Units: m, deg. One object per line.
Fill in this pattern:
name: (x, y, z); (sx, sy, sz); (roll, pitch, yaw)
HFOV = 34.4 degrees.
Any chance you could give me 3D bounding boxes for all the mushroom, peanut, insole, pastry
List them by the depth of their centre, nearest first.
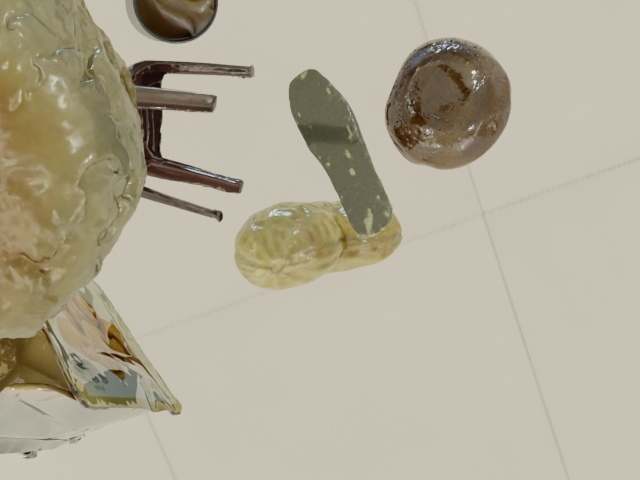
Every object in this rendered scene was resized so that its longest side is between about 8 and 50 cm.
pastry: (-0.258, -0.070, 0.662); (0.329, 0.136, 0.330); (5, 118, 9)
mushroom: (0.121, -0.129, 0.973); (0.127, 0.087, 0.127); (-2, 84, 17)
insole: (0.025, -0.117, 1.332); (0.081, 0.011, 0.248); (-35, 69, 27)
peanut: (0.000, 0.000, 1.641); (0.305, 0.147, 0.147); (-9, 110, -43)

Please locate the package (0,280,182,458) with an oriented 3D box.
package: (-0.295, 0.126, 1.022); (0.165, 0.311, 0.221); (-37, 78, -2)

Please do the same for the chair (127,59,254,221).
chair: (-0.268, -0.147, 1.383); (0.326, 0.176, 0.183); (8, 117, 10)

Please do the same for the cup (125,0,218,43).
cup: (-0.202, -0.347, 1.451); (0.113, 0.138, 0.150); (40, 87, -20)
